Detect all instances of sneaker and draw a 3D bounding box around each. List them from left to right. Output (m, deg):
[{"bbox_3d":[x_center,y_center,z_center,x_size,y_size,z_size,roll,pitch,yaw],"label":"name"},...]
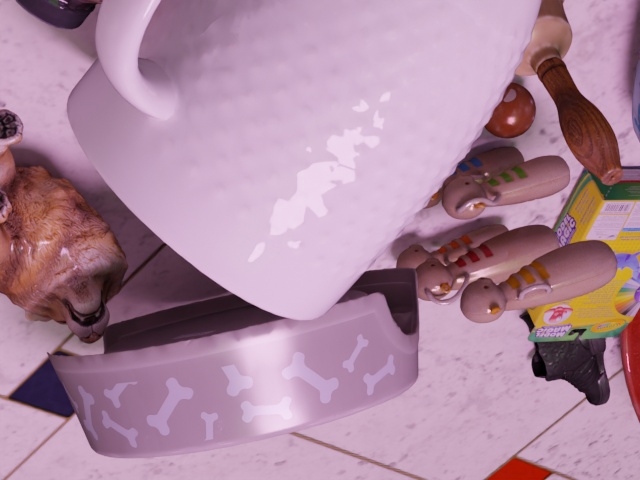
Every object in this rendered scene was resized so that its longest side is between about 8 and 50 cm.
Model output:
[{"bbox_3d":[0.278,0.136,2.043,0.089,0.051,0.170,-18,136,-6],"label":"sneaker"}]

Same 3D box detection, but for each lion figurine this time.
[{"bbox_3d":[-0.359,-0.003,1.536,0.392,0.142,0.240,2,156,-7],"label":"lion figurine"}]

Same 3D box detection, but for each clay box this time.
[{"bbox_3d":[0.301,0.019,1.916,0.127,0.053,0.222,-1,137,-25],"label":"clay box"}]

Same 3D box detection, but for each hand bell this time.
[{"bbox_3d":[0.200,-0.138,1.544,0.126,0.242,0.126,-13,140,-11],"label":"hand bell"}]

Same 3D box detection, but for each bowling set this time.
[{"bbox_3d":[0.141,-0.040,1.714,0.154,0.287,0.200,-17,98,-18],"label":"bowling set"}]

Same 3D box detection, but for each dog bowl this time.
[{"bbox_3d":[-0.069,0.110,1.640,0.348,0.102,0.349,-13,-177,1],"label":"dog bowl"}]

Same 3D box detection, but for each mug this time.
[{"bbox_3d":[-0.019,-0.157,1.380,0.328,0.276,0.374,-48,147,15],"label":"mug"}]

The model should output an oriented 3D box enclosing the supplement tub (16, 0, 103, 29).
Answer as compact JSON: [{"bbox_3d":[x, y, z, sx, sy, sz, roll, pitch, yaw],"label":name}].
[{"bbox_3d":[-0.158,-0.252,1.354,0.106,0.106,0.198,17,126,-38],"label":"supplement tub"}]

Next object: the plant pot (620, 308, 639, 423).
[{"bbox_3d":[0.519,0.124,1.997,0.265,0.272,0.272,-14,141,-24],"label":"plant pot"}]

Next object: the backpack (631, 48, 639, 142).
[{"bbox_3d":[0.425,-0.164,1.645,0.290,0.273,0.355,-9,150,-25],"label":"backpack"}]
